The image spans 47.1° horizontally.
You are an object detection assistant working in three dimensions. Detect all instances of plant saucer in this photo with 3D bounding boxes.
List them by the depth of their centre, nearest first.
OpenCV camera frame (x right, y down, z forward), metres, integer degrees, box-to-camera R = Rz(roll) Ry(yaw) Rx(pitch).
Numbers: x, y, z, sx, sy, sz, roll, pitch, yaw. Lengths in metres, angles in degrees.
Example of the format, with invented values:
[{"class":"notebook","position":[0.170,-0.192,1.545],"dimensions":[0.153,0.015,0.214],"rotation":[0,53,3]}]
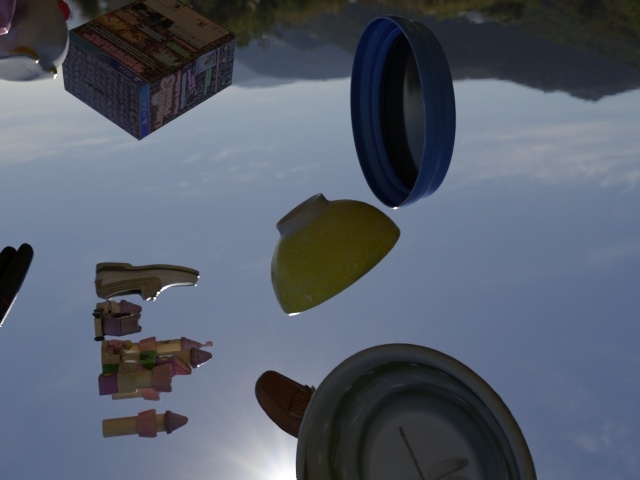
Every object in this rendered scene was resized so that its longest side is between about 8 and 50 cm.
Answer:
[{"class":"plant saucer","position":[0.142,0.351,1.079],"dimensions":[0.400,0.401,0.100],"rotation":[9,-179,38]}]

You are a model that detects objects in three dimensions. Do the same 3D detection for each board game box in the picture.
[{"class":"board game box","position":[-0.365,-0.384,1.580],"dimensions":[0.232,0.141,0.291],"rotation":[34,-129,18]}]

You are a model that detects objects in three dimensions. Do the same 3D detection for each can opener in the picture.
[{"class":"can opener","position":[-0.373,0.073,0.824],"dimensions":[0.059,0.073,0.186],"rotation":[2,-136,18]}]

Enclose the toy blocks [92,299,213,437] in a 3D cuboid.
[{"class":"toy blocks","position":[-0.385,0.278,1.751],"dimensions":[0.260,0.309,0.288],"rotation":[-4,-169,-10]}]

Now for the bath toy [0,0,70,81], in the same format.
[{"class":"bath toy","position":[-0.325,-0.271,0.687],"dimensions":[0.151,0.129,0.348],"rotation":[-4,168,0]}]

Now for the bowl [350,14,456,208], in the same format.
[{"class":"bowl","position":[0.164,-0.264,1.517],"dimensions":[0.077,0.391,0.391],"rotation":[-8,-164,-17]}]

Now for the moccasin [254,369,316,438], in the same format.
[{"class":"moccasin","position":[0.013,0.423,1.743],"dimensions":[0.380,0.147,0.139],"rotation":[34,-146,17]}]

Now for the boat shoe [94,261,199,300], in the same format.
[{"class":"boat shoe","position":[-0.511,0.128,2.173],"dimensions":[0.302,0.103,0.113],"rotation":[1,162,-8]}]

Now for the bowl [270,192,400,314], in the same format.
[{"class":"bowl","position":[0.000,0.000,1.473],"dimensions":[0.289,0.156,0.289],"rotation":[-34,-169,8]}]
